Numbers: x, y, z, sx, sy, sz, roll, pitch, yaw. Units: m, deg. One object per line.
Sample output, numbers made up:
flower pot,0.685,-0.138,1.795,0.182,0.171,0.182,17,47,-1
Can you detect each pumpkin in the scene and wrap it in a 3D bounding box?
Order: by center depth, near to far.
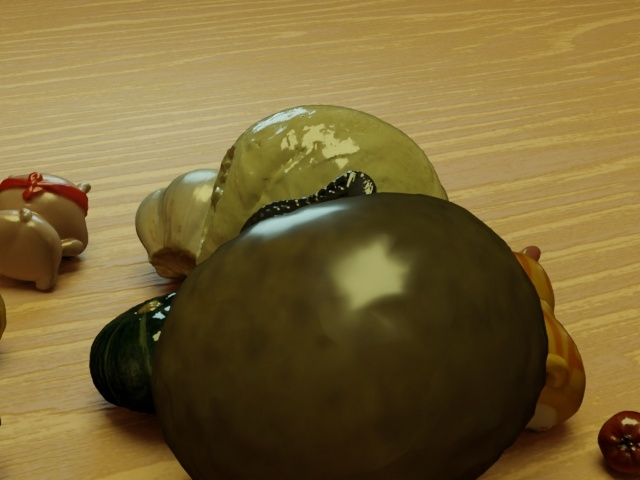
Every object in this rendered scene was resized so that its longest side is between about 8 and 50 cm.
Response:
pumpkin,-0.198,0.151,1.492,0.211,0.152,0.211,-24,5,2

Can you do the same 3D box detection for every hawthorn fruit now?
hawthorn fruit,0.396,0.254,1.443,0.081,0.081,0.093,19,3,28

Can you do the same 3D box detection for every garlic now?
garlic,-0.149,-0.016,1.781,0.281,0.185,0.203,16,20,24

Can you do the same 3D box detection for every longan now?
longan,0.037,0.146,1.258,0.435,0.404,0.404,-17,27,7

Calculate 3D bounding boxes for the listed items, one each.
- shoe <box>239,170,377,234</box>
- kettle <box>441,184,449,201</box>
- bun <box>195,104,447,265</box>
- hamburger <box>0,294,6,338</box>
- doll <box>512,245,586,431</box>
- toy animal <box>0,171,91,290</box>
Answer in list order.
shoe,-0.007,-0.016,1.417,0.194,0.077,0.074,-24,53,18
kettle,0.050,-0.062,1.868,0.265,0.205,0.318,-25,36,-37
bun,0.003,0.000,1.556,0.364,0.364,0.202,1,16,-2
hamburger,-0.511,0.099,1.564,0.162,0.162,0.115,13,33,18
doll,0.253,0.129,1.521,0.166,0.162,0.270,13,34,-25
toy animal,-0.456,-0.027,1.813,0.171,0.171,0.198,7,36,8
